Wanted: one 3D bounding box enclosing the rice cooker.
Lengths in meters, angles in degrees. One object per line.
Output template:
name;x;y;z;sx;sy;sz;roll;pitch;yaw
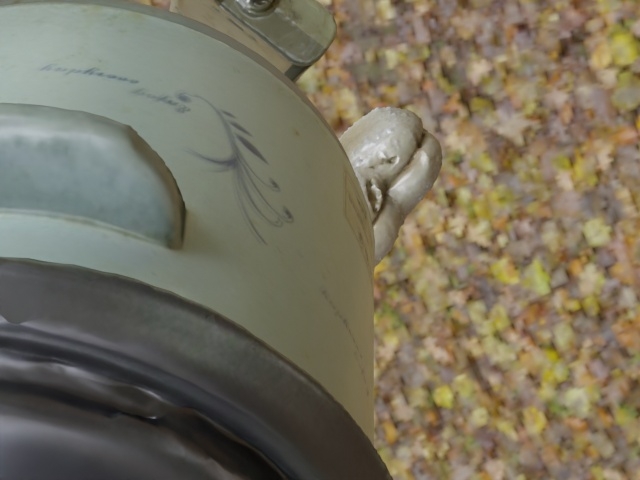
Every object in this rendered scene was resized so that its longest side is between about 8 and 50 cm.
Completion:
rice cooker;-0.102;0.067;0.491;0.316;0.264;0.316;-171;90;-84

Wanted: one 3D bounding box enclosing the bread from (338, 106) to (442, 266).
bread;-0.004;-0.004;1.475;0.337;0.183;0.102;-40;109;20

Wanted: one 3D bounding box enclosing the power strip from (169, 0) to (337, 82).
power strip;-0.044;-0.127;0.763;0.092;0.034;0.268;38;176;-6
